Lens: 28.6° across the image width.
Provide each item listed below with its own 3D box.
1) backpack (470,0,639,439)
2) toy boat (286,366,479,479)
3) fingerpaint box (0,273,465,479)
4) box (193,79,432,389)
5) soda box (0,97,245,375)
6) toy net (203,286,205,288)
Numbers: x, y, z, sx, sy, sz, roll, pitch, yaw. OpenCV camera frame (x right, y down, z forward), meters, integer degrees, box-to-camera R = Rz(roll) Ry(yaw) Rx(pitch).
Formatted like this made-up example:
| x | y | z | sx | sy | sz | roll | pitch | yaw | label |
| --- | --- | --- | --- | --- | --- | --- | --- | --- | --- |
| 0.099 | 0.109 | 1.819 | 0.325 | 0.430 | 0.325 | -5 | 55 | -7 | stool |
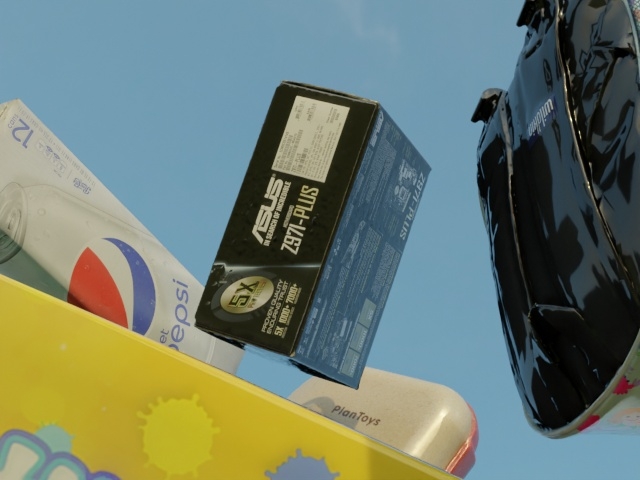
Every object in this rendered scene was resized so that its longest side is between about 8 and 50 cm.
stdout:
| x | y | z | sx | sy | sz | roll | pitch | yaw | label |
| --- | --- | --- | --- | --- | --- | --- | --- | --- | --- |
| 0.196 | -0.006 | 0.738 | 0.191 | 0.253 | 0.225 | 11 | -38 | -10 | backpack |
| 0.055 | 0.220 | 1.235 | 0.231 | 0.151 | 0.151 | 10 | -44 | 44 | toy boat |
| -0.025 | 0.175 | 0.650 | 0.445 | 0.371 | 0.163 | 26 | -102 | -15 | fingerpaint box |
| 0.000 | 0.000 | 0.882 | 0.077 | 0.147 | 0.180 | 16 | -98 | 23 | box |
| -0.181 | 0.029 | 0.948 | 0.098 | 0.091 | 0.286 | -10 | -46 | 38 | soda box |
| -0.050 | 0.085 | 1.209 | 0.232 | 0.122 | 0.045 | 1 | -71 | 22 | toy net |
